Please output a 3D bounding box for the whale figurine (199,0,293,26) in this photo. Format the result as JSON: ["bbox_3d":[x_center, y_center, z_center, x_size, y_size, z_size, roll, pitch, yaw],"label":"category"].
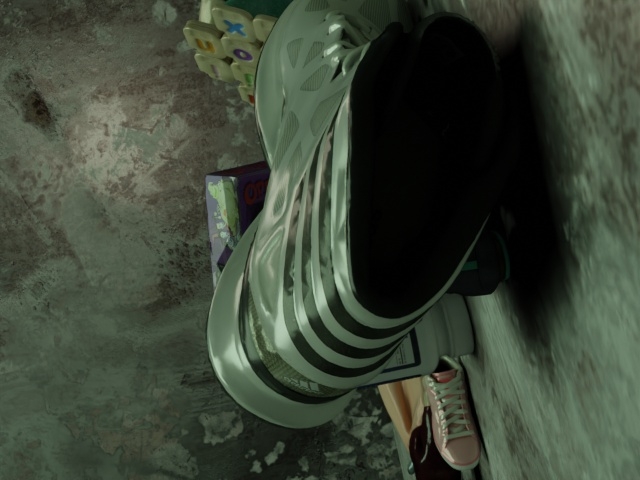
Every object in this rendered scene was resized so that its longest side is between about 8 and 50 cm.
[{"bbox_3d":[-0.082,-0.360,1.222,0.272,0.141,0.216,-41,-33,-73],"label":"whale figurine"}]

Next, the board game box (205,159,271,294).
[{"bbox_3d":[0.000,0.000,0.920,0.346,0.056,0.208,-21,-63,-55],"label":"board game box"}]

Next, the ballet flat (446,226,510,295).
[{"bbox_3d":[0.101,0.015,0.665,0.203,0.074,0.074,5,-107,-90],"label":"ballet flat"}]

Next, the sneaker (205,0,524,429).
[{"bbox_3d":[0.059,-0.102,0.589,0.257,0.169,0.448,-45,29,50],"label":"sneaker"}]

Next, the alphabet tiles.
[{"bbox_3d":[-0.048,-0.240,1.121,0.278,0.284,0.021,74,-147,-72],"label":"alphabet tiles"}]

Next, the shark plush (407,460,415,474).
[{"bbox_3d":[0.188,0.304,1.207,0.067,0.073,0.161,-150,66,-63],"label":"shark plush"}]

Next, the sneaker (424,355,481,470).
[{"bbox_3d":[0.147,0.190,0.909,0.070,0.051,0.134,71,-171,-45],"label":"sneaker"}]

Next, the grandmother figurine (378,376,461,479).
[{"bbox_3d":[0.142,0.269,1.040,0.342,0.104,0.208,-98,-8,-57],"label":"grandmother figurine"}]

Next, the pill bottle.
[{"bbox_3d":[0.068,0.101,0.827,0.094,0.169,0.094,169,90,-89],"label":"pill bottle"}]
